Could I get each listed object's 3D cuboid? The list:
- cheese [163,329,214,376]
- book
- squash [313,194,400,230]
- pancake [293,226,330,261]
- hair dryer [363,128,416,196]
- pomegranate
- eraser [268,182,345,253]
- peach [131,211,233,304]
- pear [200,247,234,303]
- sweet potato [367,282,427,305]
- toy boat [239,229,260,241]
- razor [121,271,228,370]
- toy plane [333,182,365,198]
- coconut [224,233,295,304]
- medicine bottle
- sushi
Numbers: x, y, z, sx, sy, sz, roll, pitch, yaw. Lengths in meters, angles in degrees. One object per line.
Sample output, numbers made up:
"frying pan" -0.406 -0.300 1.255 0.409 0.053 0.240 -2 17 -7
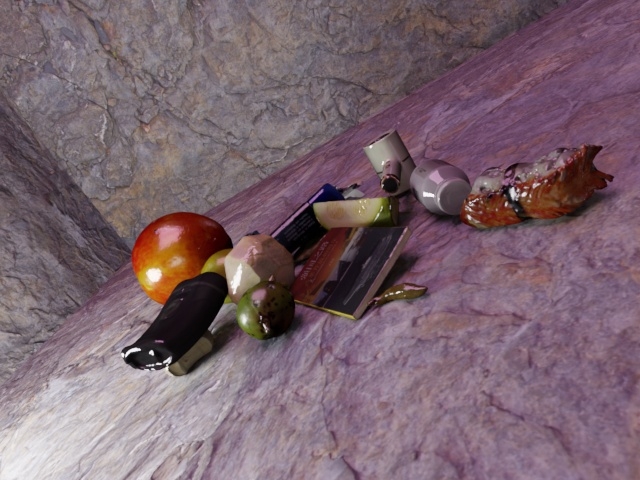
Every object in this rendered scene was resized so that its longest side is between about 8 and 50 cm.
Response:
"cheese" -0.406 0.314 1.469 0.163 0.070 0.249 -35 19 -8
"book" 0.059 0.072 1.294 0.262 0.028 0.374 -57 25 -16
"squash" 0.089 -0.072 1.455 0.289 0.111 0.203 -3 4 18
"pancake" 0.000 0.000 1.636 0.242 0.050 0.242 -39 9 8
"hair dryer" 0.224 -0.218 1.521 0.128 0.203 0.362 -27 14 19
"pomegranate" -0.128 0.178 1.277 0.156 0.156 0.220 -25 -4 23
"eraser" -0.066 -0.055 1.657 0.332 0.101 0.155 -44 6 -4
"peach" -0.517 0.062 1.846 0.389 0.388 0.388 -30 19 11
"pear" -0.305 0.121 1.625 0.198 0.198 0.198 -30 19 11
"sweet potato" 0.172 0.117 1.072 0.153 0.038 0.041 -21 -1 37
"toy boat" -0.278 0.006 1.907 0.059 0.069 0.173 -38 6 23
"razor" -0.403 0.231 1.388 0.205 0.113 0.349 -17 26 27
"toy plane" 0.064 -0.172 1.909 0.234 0.082 0.160 -22 -5 29
"coconut" -0.195 0.096 1.457 0.198 0.236 0.237 25 52 26
"medicine bottle" 0.329 -0.139 1.300 0.135 0.135 0.215 -32 19 5
"sushi" 0.447 -0.111 1.052 0.332 0.124 0.130 -10 37 54
